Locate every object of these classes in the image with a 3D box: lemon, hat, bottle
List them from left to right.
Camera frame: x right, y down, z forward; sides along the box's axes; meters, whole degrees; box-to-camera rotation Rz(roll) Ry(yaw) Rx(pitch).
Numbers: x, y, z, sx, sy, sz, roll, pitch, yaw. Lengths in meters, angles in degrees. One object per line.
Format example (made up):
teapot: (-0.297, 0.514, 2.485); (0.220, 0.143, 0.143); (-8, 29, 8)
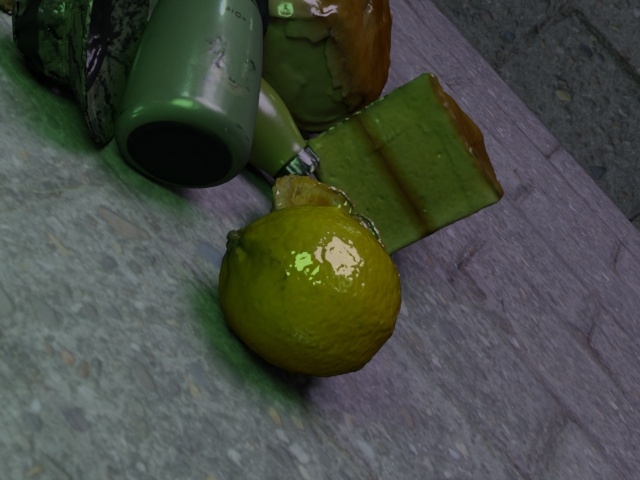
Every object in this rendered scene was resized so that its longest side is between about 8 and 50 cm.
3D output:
hat: (-0.295, -0.252, 1.189); (0.128, 0.266, 0.265); (7, 26, 5)
bottle: (-0.149, -0.243, 1.275); (0.168, 0.168, 0.347); (32, 49, -31)
bottle: (-0.111, -0.183, 1.434); (0.260, 0.112, 0.112); (46, 24, -4)
lemon: (-0.011, 0.056, 1.134); (0.231, 0.192, 0.192); (37, 26, -21)

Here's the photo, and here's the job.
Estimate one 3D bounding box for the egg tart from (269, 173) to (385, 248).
egg tart: (0.000, 0.001, 1.361); (0.212, 0.090, 0.213); (36, 26, -20)

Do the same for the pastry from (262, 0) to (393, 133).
pastry: (-0.029, -0.366, 1.589); (0.409, 0.245, 0.410); (-1, 90, -72)

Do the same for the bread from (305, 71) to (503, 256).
bread: (0.140, -0.148, 1.626); (0.245, 0.233, 0.362); (57, 16, -14)

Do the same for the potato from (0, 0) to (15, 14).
potato: (-0.379, -0.462, 1.244); (0.229, 0.266, 0.229); (33, 28, -20)
